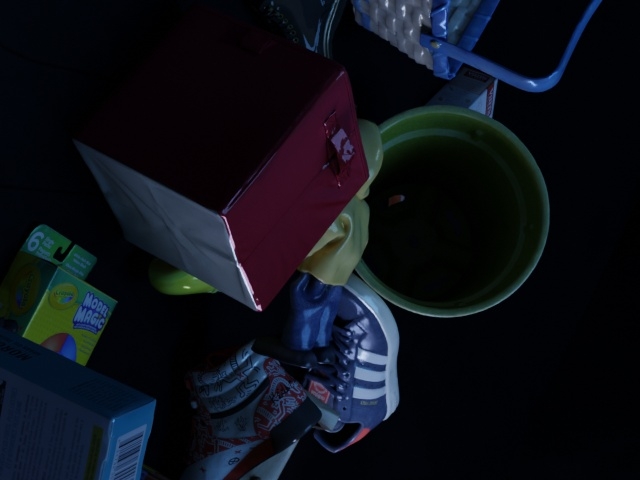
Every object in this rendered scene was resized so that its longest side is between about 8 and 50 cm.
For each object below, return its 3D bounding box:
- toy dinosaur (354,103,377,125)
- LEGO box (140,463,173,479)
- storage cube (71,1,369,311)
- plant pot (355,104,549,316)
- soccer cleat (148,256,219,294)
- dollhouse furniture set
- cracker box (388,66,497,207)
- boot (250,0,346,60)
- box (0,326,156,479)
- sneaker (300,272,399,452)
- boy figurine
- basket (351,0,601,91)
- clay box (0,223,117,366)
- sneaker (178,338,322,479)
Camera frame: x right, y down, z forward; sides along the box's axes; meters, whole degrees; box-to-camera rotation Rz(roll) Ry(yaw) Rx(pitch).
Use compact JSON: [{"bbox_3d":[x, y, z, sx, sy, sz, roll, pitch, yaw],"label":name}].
[{"bbox_3d":[0.033,-0.146,1.656,0.093,0.053,0.183,-28,134,-55],"label":"toy dinosaur"},{"bbox_3d":[-0.193,0.478,1.437,0.372,0.193,0.500,-59,148,-14],"label":"LEGO box"},{"bbox_3d":[-0.090,-0.081,1.251,0.193,0.215,0.183,-51,153,-22],"label":"storage cube"},{"bbox_3d":[0.145,-0.019,1.750,0.276,0.276,0.254,-64,-179,-11],"label":"plant pot"},{"bbox_3d":[-0.093,0.024,1.464,0.289,0.093,0.121,-31,123,-58],"label":"soccer cleat"},{"bbox_3d":[-0.068,0.252,1.655,0.123,0.144,0.151,-60,-160,-18],"label":"dollhouse furniture set"},{"bbox_3d":[0.190,-0.145,1.982,0.232,0.067,0.155,-46,149,-42],"label":"cracker box"},{"bbox_3d":[-0.044,-0.224,1.415,0.137,0.077,0.197,4,96,-59],"label":"boot"},{"bbox_3d":[-0.254,0.132,1.024,0.060,0.244,0.100,-19,127,-61],"label":"box"},{"bbox_3d":[0.025,0.184,1.842,0.148,0.131,0.350,-42,141,-24],"label":"sneaker"},{"bbox_3d":[0.000,0.000,1.443,0.177,0.092,0.285,-7,110,-67],"label":"boy figurine"},{"bbox_3d":[0.202,-0.322,1.570,0.254,0.289,0.201,-55,154,-25],"label":"basket"},{"bbox_3d":[-0.272,0.105,1.208,0.222,0.053,0.127,-64,157,-8],"label":"clay box"},{"bbox_3d":[-0.127,0.224,1.582,0.270,0.145,0.090,-40,178,36],"label":"sneaker"}]
